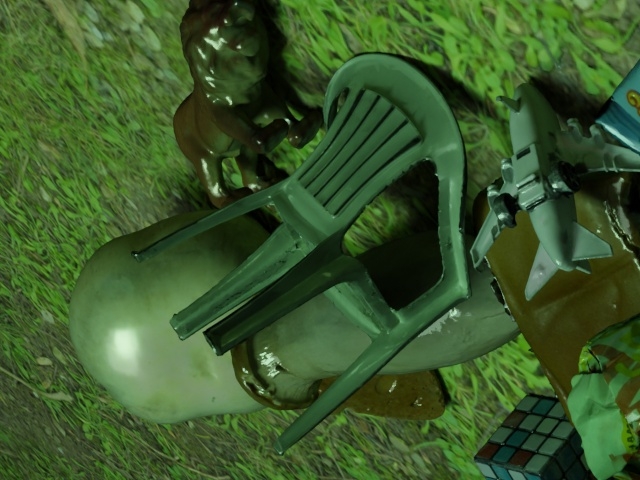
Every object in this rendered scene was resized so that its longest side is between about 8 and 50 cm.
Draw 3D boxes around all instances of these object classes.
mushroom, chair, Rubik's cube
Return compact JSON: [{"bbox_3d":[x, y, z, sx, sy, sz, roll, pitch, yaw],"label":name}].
[{"bbox_3d":[0.058,0.073,1.462,0.350,0.128,0.128,-25,109,39],"label":"mushroom"},{"bbox_3d":[0.000,0.000,1.328,0.203,0.275,0.190,42,165,39],"label":"chair"},{"bbox_3d":[0.220,0.214,1.505,0.092,0.092,0.092,6,135,52],"label":"Rubik's cube"},{"bbox_3d":[-0.134,0.073,1.721,0.260,0.254,0.234,31,-159,-14],"label":"mushroom"}]

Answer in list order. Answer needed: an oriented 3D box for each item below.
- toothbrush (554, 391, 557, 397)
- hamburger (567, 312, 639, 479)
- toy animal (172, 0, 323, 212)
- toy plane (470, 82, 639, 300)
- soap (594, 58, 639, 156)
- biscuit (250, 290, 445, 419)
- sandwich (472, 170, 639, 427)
[{"bbox_3d":[0.322,0.127,1.293,0.364,0.041,0.041,0,129,56],"label":"toothbrush"},{"bbox_3d":[0.295,0.123,1.150,0.214,0.125,0.235,-18,140,18],"label":"hamburger"},{"bbox_3d":[-0.084,-0.126,1.480,0.157,0.097,0.312,54,158,10],"label":"toy animal"},{"bbox_3d":[0.165,-0.046,1.164,0.162,0.065,0.171,-32,59,34],"label":"toy plane"},{"bbox_3d":[0.289,-0.112,0.949,0.156,0.077,0.293,44,153,5],"label":"soap"},{"bbox_3d":[0.029,0.119,1.624,0.250,0.035,0.162,32,117,-21],"label":"biscuit"},{"bbox_3d":[0.238,0.057,1.244,0.212,0.063,0.245,-8,114,58],"label":"sandwich"}]
